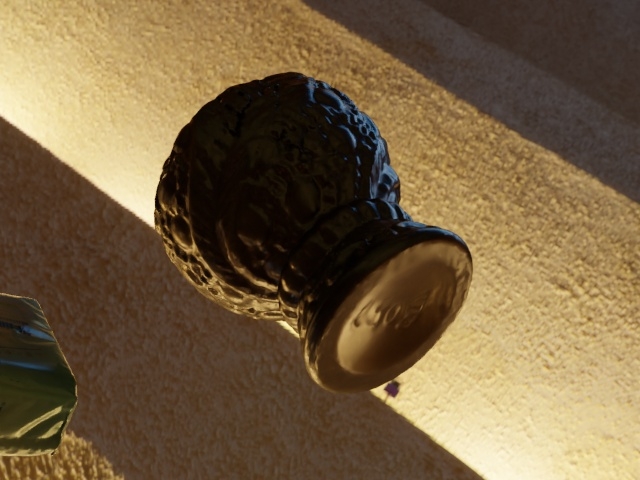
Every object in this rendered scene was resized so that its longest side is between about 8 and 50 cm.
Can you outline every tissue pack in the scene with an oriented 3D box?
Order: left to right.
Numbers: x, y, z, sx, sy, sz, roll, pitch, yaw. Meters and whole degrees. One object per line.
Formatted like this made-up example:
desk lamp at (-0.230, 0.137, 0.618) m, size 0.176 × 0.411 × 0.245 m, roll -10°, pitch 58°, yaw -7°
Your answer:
tissue pack at (-0.341, 0.087, 0.609) m, size 0.263 × 0.089 × 0.177 m, roll 14°, pitch -164°, yaw -38°

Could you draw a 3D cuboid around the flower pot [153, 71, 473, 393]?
flower pot at (0.000, 0.000, 0.804) m, size 0.267 × 0.266 × 0.267 m, roll -21°, pitch -132°, yaw -29°
